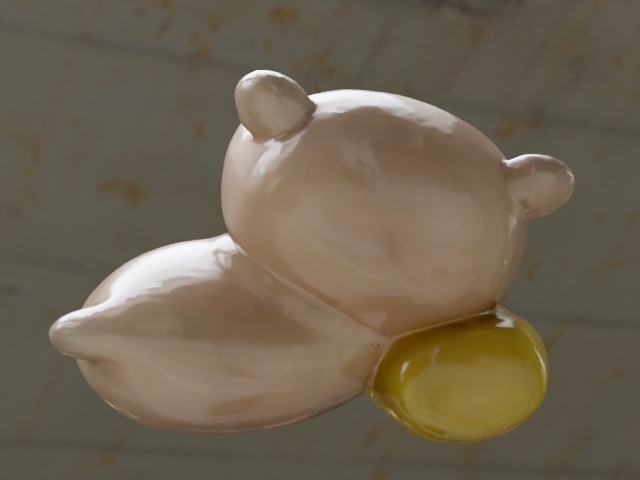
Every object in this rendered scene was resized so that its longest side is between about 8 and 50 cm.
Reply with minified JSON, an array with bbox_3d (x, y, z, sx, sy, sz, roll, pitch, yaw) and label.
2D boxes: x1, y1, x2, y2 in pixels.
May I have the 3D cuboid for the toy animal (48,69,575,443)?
[{"bbox_3d":[-0.004,-0.007,1.263,0.345,0.277,0.246,2,-72,-1],"label":"toy animal"}]
